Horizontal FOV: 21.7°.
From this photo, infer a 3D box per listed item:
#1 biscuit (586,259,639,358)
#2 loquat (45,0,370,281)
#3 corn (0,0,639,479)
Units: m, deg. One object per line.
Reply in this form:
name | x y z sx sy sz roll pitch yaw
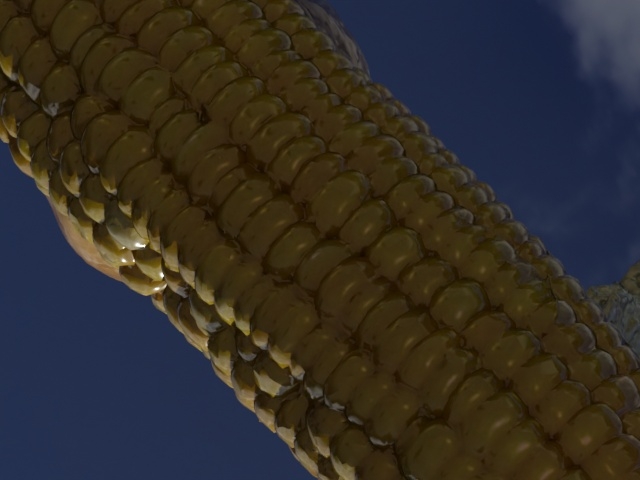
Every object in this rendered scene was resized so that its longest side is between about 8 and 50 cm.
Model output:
biscuit | 0.218 0.110 1.223 0.040 0.188 0.265 4 -130 31
loquat | -0.073 -0.072 1.056 0.238 0.238 0.193 -31 -105 8
corn | -0.002 -0.002 0.473 0.102 0.102 0.313 -48 -117 4
